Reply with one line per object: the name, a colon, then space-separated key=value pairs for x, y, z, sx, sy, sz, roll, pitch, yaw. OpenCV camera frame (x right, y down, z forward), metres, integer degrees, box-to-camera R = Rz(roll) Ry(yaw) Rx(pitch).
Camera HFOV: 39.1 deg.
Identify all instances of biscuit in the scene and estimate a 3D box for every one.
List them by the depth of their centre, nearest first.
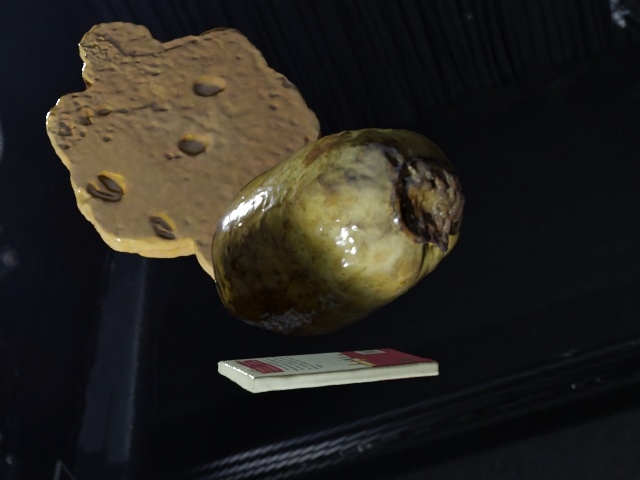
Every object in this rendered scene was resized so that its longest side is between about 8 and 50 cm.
biscuit: x=-0.141 y=-0.100 z=0.967 sx=0.269 sy=0.051 sz=0.376 roll=-32 pitch=-111 yaw=-21

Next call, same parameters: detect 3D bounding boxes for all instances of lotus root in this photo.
lotus root: x=0.000 y=0.000 z=0.655 sx=0.145 sy=0.128 sz=0.260 roll=-22 pitch=180 yaw=-34

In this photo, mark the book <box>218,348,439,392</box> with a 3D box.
book: x=0.006 y=0.156 z=1.101 sx=0.232 sy=0.022 sz=0.162 roll=-3 pitch=180 yaw=-21
